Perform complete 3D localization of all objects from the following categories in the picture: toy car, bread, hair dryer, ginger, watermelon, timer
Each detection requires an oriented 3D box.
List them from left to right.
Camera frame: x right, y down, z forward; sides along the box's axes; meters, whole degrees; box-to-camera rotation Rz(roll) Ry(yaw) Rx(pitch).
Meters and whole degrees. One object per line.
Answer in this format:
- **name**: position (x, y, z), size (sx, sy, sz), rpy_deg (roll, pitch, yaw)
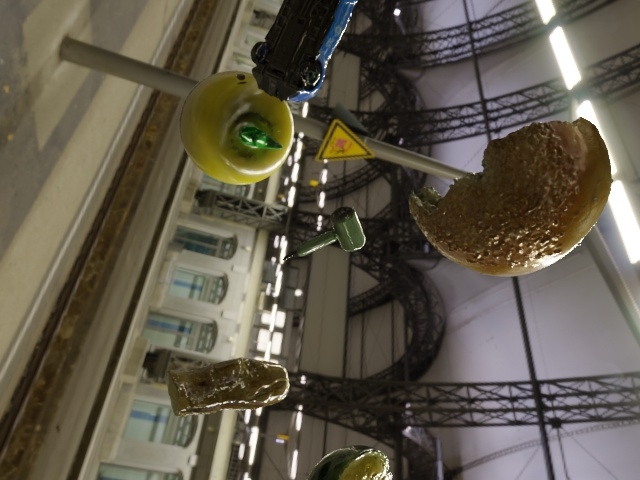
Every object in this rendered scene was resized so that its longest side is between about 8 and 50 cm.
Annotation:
- **ginger**: position (-0.184, 0.298, 1.049), size (0.116, 0.263, 0.109), rpy_deg (-18, -108, 59)
- **timer**: position (-0.173, -0.245, 1.152), size (0.285, 0.286, 0.284), rpy_deg (-165, -90, -77)
- **toy car**: position (-0.008, -0.277, 0.641), size (0.103, 0.063, 0.216), rpy_deg (33, -80, 32)
- **hair dryer**: position (0.000, 0.000, 0.889), size (0.047, 0.150, 0.071), rpy_deg (-113, 179, -58)
- **watermelon**: position (0.041, 0.492, 0.979), size (0.127, 0.232, 0.203), rpy_deg (5, -69, 38)
- **bread**: position (0.285, -0.042, 0.786), size (0.314, 0.171, 0.191), rpy_deg (-23, -113, 35)
